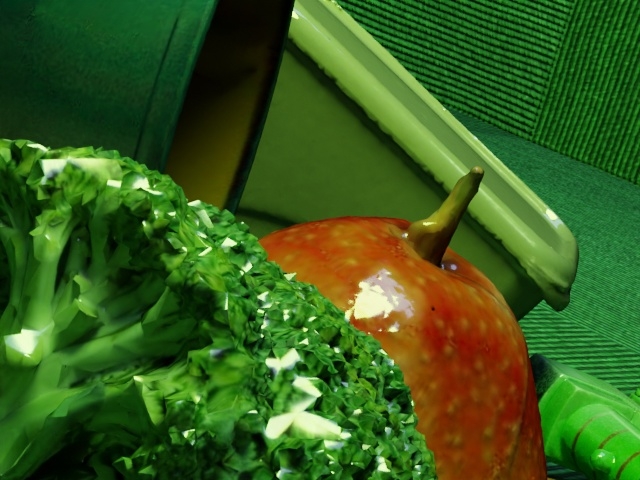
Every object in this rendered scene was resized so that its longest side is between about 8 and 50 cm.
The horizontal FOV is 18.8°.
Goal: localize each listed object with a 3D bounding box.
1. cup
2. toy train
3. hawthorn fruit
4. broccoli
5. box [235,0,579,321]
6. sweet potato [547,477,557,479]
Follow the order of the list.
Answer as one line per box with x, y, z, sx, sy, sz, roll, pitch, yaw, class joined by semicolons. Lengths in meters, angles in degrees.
-0.180;-0.091;0.952;0.292;0.242;0.308;17;-12;5;cup
0.201;0.142;1.137;0.119;0.085;0.251;23;7;-22;toy train
0.021;0.068;0.862;0.196;0.226;0.196;23;6;-2;hawthorn fruit
-0.081;0.099;0.633;0.241;0.261;0.269;-17;55;-24;broccoli
0.011;-0.017;1.206;0.274;0.178;0.138;45;14;0;box
0.127;0.152;1.122;0.095;0.034;0.034;25;13;26;sweet potato
